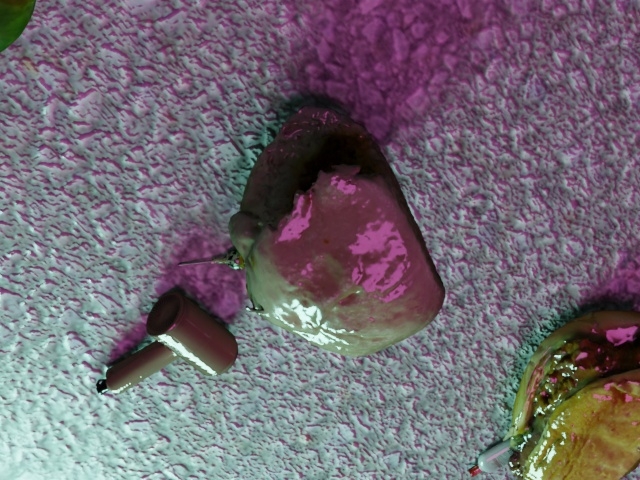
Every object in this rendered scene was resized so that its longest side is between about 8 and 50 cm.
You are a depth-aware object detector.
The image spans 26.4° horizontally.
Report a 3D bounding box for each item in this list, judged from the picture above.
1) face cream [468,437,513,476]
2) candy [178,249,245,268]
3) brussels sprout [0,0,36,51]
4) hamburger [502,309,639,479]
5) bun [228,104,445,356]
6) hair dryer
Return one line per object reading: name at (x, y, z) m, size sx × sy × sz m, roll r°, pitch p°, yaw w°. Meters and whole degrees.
face cream at (0.249, 0.310, 1.941) m, size 0.083 × 0.021 × 0.040 m, roll -33°, pitch 128°, yaw 11°
candy at (-0.127, 0.026, 1.623) m, size 0.083 × 0.025 × 0.023 m, roll -7°, pitch 101°, yaw 1°
brussels sprout at (-0.346, -0.252, 1.271) m, size 0.161 × 0.144 × 0.181 m, roll 27°, pitch 136°, yaw 8°
hamburger at (0.351, 0.222, 1.816) m, size 0.282 × 0.155 × 0.245 m, roll -29°, pitch 126°, yaw 12°
bun at (0.006, 0.009, 1.486) m, size 0.204 × 0.281 × 0.281 m, roll -26°, pitch 129°, yaw 8°
hair dryer at (-0.201, 0.145, 1.674) m, size 0.181 × 0.064 × 0.117 m, roll -31°, pitch 131°, yaw 20°
